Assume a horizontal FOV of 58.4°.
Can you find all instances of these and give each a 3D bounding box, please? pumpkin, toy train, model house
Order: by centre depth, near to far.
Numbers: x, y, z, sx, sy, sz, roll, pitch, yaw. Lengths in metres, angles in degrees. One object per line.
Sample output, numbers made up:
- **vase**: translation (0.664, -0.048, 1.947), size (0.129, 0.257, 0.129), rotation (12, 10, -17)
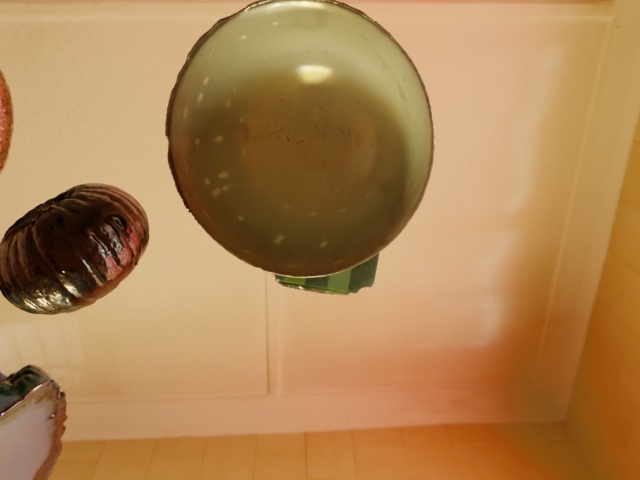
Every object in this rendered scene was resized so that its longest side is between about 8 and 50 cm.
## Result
- **pumpkin**: translation (-0.312, 0.012, 0.735), size (0.202, 0.202, 0.140), rotation (-25, -64, 8)
- **model house**: translation (-0.726, 0.359, 1.095), size (0.339, 0.297, 0.360), rotation (28, -53, 13)
- **toy train**: translation (0.000, 0.000, 1.309), size (0.299, 0.167, 0.238), rotation (11, -91, -9)

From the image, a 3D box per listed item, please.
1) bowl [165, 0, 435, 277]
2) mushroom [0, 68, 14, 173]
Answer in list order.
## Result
- **bowl**: translation (-0.013, -0.125, 0.699), size (0.313, 0.146, 0.314), rotation (5, -73, 15)
- **mushroom**: translation (-0.672, -0.250, 1.030), size (0.356, 0.331, 0.334), rotation (-20, -29, 14)
